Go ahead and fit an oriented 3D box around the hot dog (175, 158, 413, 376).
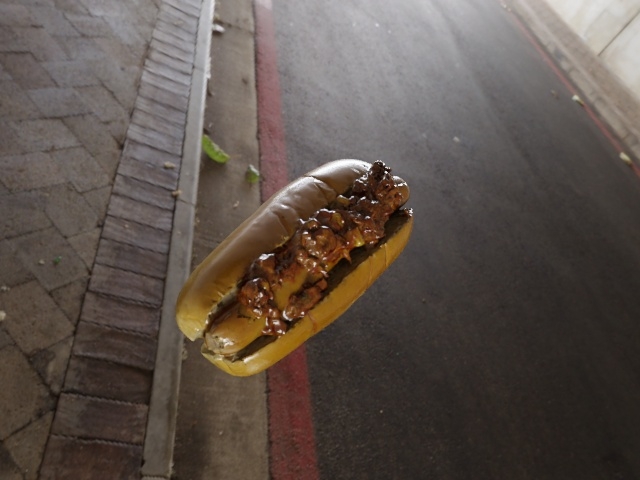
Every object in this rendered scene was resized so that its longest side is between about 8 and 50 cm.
[{"bbox_3d":[0.000,0.000,0.413,0.102,0.076,0.249,46,46,6],"label":"hot dog"}]
